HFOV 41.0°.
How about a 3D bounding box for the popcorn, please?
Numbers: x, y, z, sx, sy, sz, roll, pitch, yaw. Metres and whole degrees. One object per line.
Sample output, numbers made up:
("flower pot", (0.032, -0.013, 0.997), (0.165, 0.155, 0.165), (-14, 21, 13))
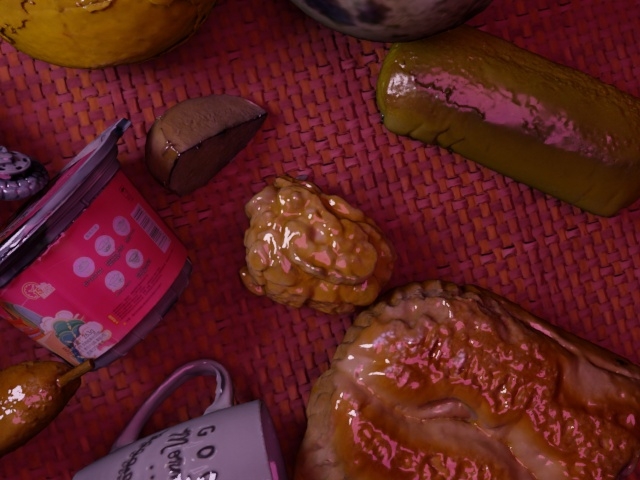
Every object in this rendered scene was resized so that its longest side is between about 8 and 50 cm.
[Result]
("popcorn", (-0.012, 0.014, 1.040), (0.194, 0.140, 0.163), (43, 78, -3))

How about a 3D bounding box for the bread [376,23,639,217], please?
("bread", (0.260, -0.162, 1.094), (0.384, 0.112, 0.166), (22, 86, -6))

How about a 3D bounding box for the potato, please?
("potato", (-0.159, -0.127, 1.057), (0.089, 0.100, 0.172), (39, 44, 12))

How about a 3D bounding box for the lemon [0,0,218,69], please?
("lemon", (-0.247, -0.330, 0.948), (0.297, 0.297, 0.297), (0, 88, -8))

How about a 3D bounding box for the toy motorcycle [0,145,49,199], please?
("toy motorcycle", (-0.449, -0.108, 0.934), (0.307, 0.173, 0.108), (29, 127, 22))

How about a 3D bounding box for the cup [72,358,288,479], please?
("cup", (-0.163, 0.270, 1.006), (0.234, 0.186, 0.258), (-13, 60, 0))

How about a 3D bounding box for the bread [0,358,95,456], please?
("bread", (-0.372, 0.205, 0.939), (0.344, 0.124, 0.084), (-34, 95, 20))

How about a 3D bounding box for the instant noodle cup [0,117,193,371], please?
("instant noodle cup", (-0.262, 0.028, 0.962), (0.302, 0.258, 0.181), (-46, 108, -9))

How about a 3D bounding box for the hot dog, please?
("hot dog", (0.162, 0.237, 1.032), (0.366, 0.196, 0.367), (28, 79, -8))

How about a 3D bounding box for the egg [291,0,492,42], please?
("egg", (0.072, -0.434, 0.961), (0.345, 0.345, 0.427), (-6, 78, -8))
